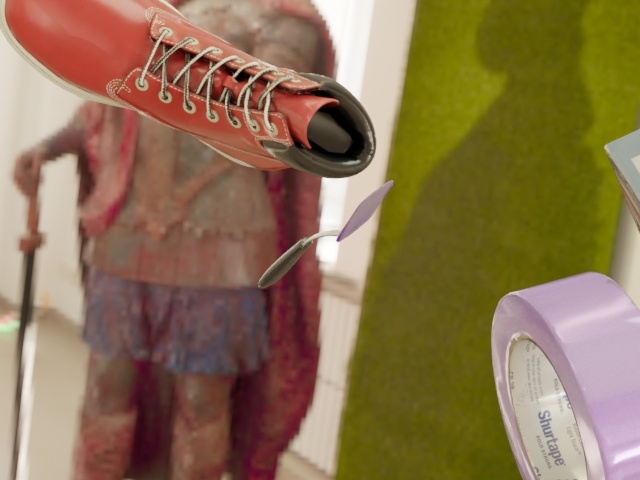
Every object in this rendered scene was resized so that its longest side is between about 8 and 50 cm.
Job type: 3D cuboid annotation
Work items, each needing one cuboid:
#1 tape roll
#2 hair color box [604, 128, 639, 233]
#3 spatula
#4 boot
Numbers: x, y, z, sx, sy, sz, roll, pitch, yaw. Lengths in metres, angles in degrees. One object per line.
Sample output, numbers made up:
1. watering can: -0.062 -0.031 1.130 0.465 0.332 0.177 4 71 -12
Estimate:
1. tape roll: 0.259 0.173 1.451 0.090 0.275 0.275 -14 11 -11
2. hair color box: 0.429 0.064 1.550 0.113 0.374 0.185 -25 31 8
3. spatula: 0.000 0.000 1.945 0.084 0.030 0.296 -36 2 -43
4. boot: -0.083 -0.113 0.973 0.244 0.088 0.176 26 -4 -27
